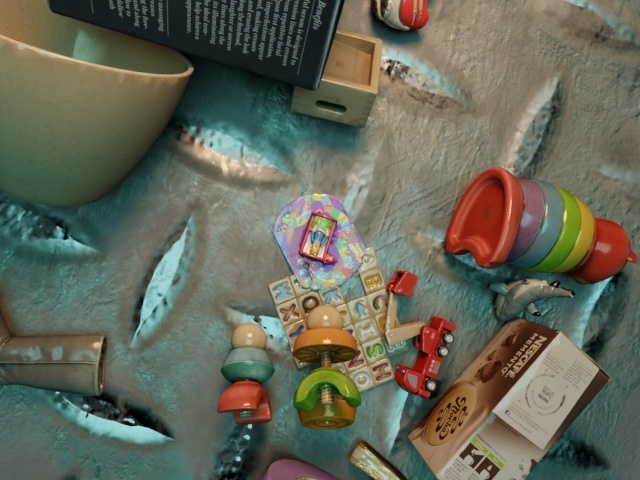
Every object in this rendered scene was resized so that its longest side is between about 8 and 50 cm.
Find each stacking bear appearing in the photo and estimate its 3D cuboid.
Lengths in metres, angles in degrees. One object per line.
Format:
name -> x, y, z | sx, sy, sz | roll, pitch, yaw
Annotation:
stacking bear -> 0.394, -0.008, 0.915 | 0.289, 0.175, 0.164 | 16, 96, -15

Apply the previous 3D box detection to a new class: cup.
cup -> -0.376, -0.192, 0.775 | 0.331, 0.331, 0.237 | 20, 115, -6

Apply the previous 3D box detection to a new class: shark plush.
shark plush -> 0.365, 0.099, 0.914 | 0.073, 0.161, 0.067 | 5, 75, -40

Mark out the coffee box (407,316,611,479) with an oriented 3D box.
coffee box -> 0.303, 0.282, 0.896 | 0.119, 0.168, 0.297 | 42, 87, -5

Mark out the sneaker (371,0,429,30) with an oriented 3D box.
sneaker -> 0.168, -0.498, 0.923 | 0.118, 0.107, 0.279 | 12, 93, -24

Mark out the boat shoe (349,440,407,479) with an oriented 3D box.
boat shoe -> 0.108, 0.412, 0.940 | 0.135, 0.050, 0.045 | 42, 90, 5

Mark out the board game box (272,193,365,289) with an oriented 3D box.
board game box -> 0.000, 0.000, 0.923 | 0.133, 0.033, 0.169 | -27, 90, -5

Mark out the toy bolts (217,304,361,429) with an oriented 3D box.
toy bolts -> -0.046, 0.213, 0.890 | 0.228, 0.218, 0.158 | -6, 58, 6

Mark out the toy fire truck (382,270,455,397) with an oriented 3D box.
toy fire truck -> 0.159, 0.162, 0.932 | 0.135, 0.047, 0.192 | 24, 84, -11

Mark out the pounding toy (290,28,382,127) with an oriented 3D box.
pounding toy -> 0.004, -0.307, 0.901 | 0.181, 0.094, 0.206 | 12, 58, -6

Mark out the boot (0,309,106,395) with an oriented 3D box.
boot -> -0.457, 0.162, 0.864 | 0.208, 0.076, 0.190 | 2, 105, 1

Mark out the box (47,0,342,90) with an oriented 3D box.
box -> -0.145, -0.433, 0.757 | 0.395, 0.212, 0.293 | 15, 56, -5

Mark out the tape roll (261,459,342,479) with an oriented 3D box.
tape roll -> 0.017, 0.456, 0.815 | 0.275, 0.275, 0.090 | 31, 87, -5

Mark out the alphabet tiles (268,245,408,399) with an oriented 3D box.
alphabet tiles -> 0.039, 0.154, 0.947 | 0.198, 0.009, 0.237 | -20, 92, -5
